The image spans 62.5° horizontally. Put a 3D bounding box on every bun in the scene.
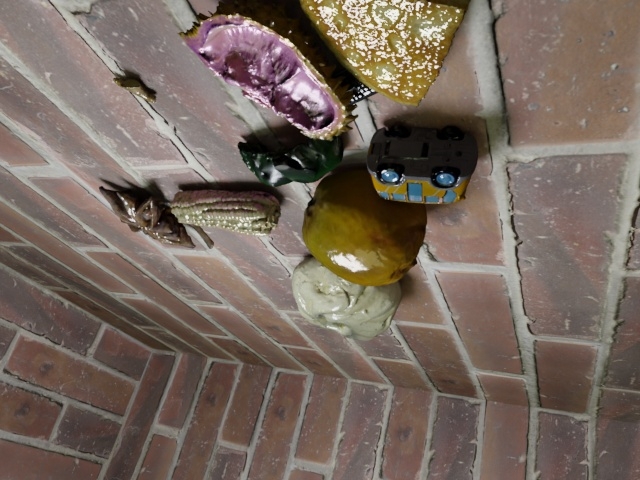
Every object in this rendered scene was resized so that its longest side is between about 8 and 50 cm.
[{"bbox_3d":[0.078,0.195,1.694,0.359,0.211,0.360,14,154,7],"label":"bun"}]

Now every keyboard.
[{"bbox_3d":[0.014,-0.279,1.021,0.230,0.025,0.093,-14,144,44],"label":"keyboard"}]

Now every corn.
[{"bbox_3d":[-0.267,-0.087,1.451,0.335,0.127,0.126,8,153,22],"label":"corn"}]

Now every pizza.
[{"bbox_3d":[0.072,-0.333,0.820,0.268,0.087,0.258,18,157,-2],"label":"pizza"}]

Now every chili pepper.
[{"bbox_3d":[-0.061,-0.171,1.167,0.264,0.116,0.148,-8,148,40],"label":"chili pepper"}]

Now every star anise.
[{"bbox_3d":[-0.508,-0.067,1.625,0.349,0.109,0.292,12,162,32],"label":"star anise"}]

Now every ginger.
[{"bbox_3d":[-0.399,-0.331,1.138,0.097,0.030,0.048,27,179,-16],"label":"ginger"}]

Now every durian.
[{"bbox_3d":[-0.057,-0.306,0.899,0.341,0.112,0.191,32,147,-22],"label":"durian"}]

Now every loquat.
[{"bbox_3d":[0.098,-0.026,1.217,0.284,0.276,0.276,18,154,1],"label":"loquat"}]

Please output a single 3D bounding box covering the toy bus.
[{"bbox_3d":[0.204,-0.143,1.059,0.209,0.126,0.136,5,148,15],"label":"toy bus"}]
